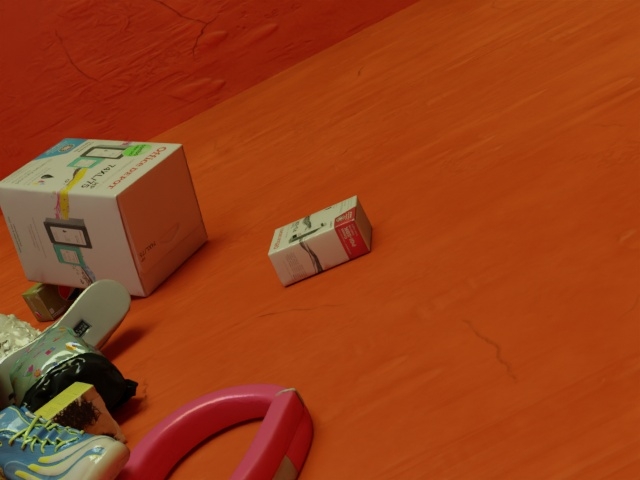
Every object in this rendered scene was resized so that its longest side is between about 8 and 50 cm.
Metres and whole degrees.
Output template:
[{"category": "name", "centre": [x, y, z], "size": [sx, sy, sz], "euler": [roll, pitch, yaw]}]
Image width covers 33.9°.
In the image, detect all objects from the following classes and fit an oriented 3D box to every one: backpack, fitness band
[{"category": "backpack", "centre": [-0.328, 0.184, 1.352], "size": [0.152, 0.115, 0.182], "euler": [-34, 16, -12]}, {"category": "fitness band", "centre": [-0.120, 0.229, 1.025], "size": [0.209, 0.054, 0.291], "euler": [-19, 18, 25]}]

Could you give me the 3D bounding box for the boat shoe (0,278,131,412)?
[{"category": "boat shoe", "centre": [-0.383, 0.166, 1.529], "size": [0.267, 0.096, 0.088], "euler": [-52, -3, -27]}]

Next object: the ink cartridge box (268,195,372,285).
[{"category": "ink cartridge box", "centre": [0.000, 0.000, 1.486], "size": [0.135, 0.056, 0.099], "euler": [-23, 19, 12]}]

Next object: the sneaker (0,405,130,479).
[{"category": "sneaker", "centre": [-0.282, 0.222, 1.063], "size": [0.091, 0.126, 0.240], "euler": [-53, 9, -36]}]

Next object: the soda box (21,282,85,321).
[{"category": "soda box", "centre": [-0.453, 0.073, 1.925], "size": [0.058, 0.061, 0.181], "euler": [-10, 25, 45]}]

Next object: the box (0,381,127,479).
[{"category": "box", "centre": [-0.339, 0.263, 1.193], "size": [0.232, 0.087, 0.058], "euler": [-39, 20, -30]}]

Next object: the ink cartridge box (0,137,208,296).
[{"category": "ink cartridge box", "centre": [-0.373, -0.045, 1.815], "size": [0.270, 0.197, 0.198], "euler": [5, 32, 28]}]

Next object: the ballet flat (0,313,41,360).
[{"category": "ballet flat", "centre": [-0.589, 0.168, 1.727], "size": [0.409, 0.147, 0.147], "euler": [-8, 26, 48]}]
